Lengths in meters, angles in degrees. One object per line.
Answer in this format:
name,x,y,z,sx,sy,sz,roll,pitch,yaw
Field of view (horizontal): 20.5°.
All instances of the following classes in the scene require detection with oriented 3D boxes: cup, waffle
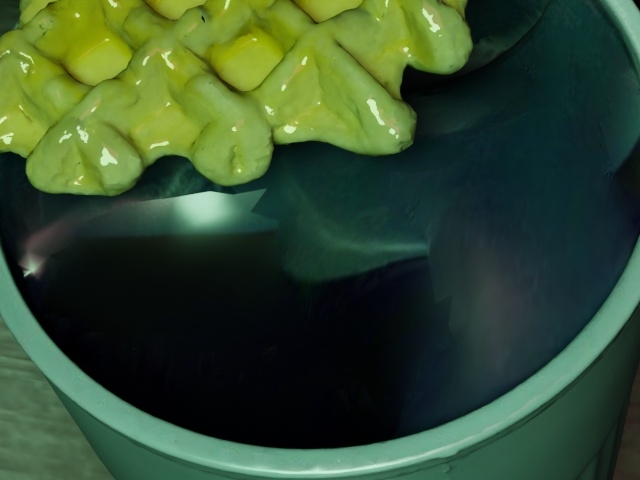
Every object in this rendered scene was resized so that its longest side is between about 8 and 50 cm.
cup,-0.012,0.016,0.787,0.331,0.311,0.257,37,72,23
waffle,-0.050,-0.131,0.662,0.250,0.056,0.261,5,61,8

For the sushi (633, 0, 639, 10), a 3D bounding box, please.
sushi,0.202,-0.114,0.924,0.127,0.124,0.225,-10,79,-5
